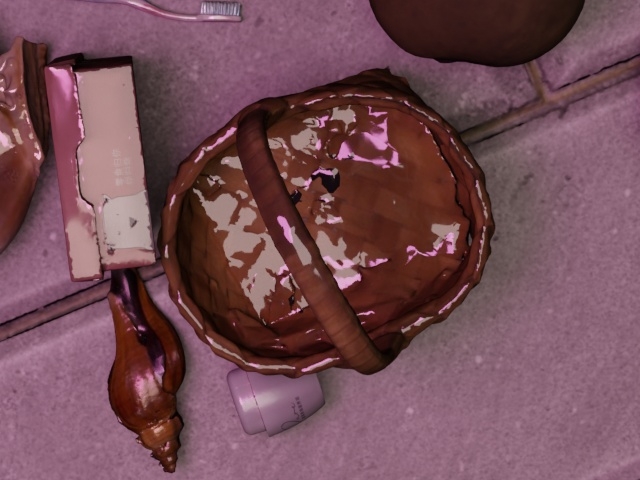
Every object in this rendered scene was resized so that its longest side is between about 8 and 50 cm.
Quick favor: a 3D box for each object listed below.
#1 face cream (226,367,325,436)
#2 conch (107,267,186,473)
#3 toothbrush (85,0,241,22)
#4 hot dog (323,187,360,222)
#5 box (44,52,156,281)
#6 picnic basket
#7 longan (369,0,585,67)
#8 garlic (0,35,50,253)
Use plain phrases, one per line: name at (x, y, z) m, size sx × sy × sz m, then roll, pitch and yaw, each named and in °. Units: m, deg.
face cream at (-0.049, 0.164, 1.552) m, size 0.095 × 0.091 × 0.091 m, roll -19°, pitch 99°, yaw -4°
conch at (-0.190, 0.140, 1.554) m, size 0.086 × 0.080 × 0.233 m, roll -1°, pitch 99°, yaw -8°
toothbrush at (-0.217, -0.255, 1.515) m, size 0.269 × 0.021 × 0.027 m, roll 6°, pitch 87°, yaw -1°
hot dog at (0.035, -0.040, 1.543) m, size 0.083 × 0.035 × 0.058 m, roll 41°, pitch 97°, yaw -6°
box at (-0.222, -0.083, 1.449) m, size 0.086 × 0.215 × 0.215 m, roll -7°, pitch 100°, yaw -6°
picnic basket at (0.000, 0.000, 1.375) m, size 0.337 × 0.337 × 0.293 m, roll -27°, pitch 100°, yaw 5°
longan at (0.157, -0.271, 1.426) m, size 0.220 × 0.196 × 0.196 m, roll 3°, pitch 100°, yaw 6°
garlic at (-0.428, -0.091, 1.489) m, size 0.325 × 0.132 × 0.279 m, roll -14°, pitch 99°, yaw 0°
